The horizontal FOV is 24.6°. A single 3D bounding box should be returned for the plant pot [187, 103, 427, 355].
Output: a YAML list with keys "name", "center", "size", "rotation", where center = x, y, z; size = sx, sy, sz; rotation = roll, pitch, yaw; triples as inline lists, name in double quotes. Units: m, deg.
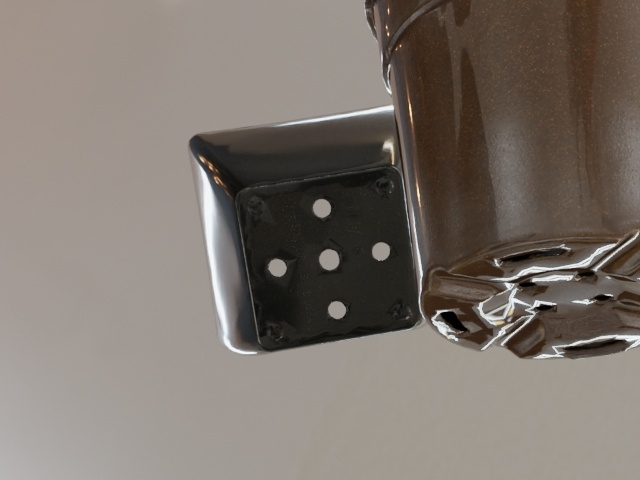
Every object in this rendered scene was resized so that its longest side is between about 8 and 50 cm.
- name: "plant pot"
  center: [0.000, 0.000, 1.171]
  size: [0.167, 0.188, 0.188]
  rotation: [-124, -155, -80]

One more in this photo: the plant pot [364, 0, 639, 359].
- name: "plant pot"
  center: [0.105, -0.044, 0.654]
  size: [0.167, 0.167, 0.165]
  rotation: [-22, -124, 35]
